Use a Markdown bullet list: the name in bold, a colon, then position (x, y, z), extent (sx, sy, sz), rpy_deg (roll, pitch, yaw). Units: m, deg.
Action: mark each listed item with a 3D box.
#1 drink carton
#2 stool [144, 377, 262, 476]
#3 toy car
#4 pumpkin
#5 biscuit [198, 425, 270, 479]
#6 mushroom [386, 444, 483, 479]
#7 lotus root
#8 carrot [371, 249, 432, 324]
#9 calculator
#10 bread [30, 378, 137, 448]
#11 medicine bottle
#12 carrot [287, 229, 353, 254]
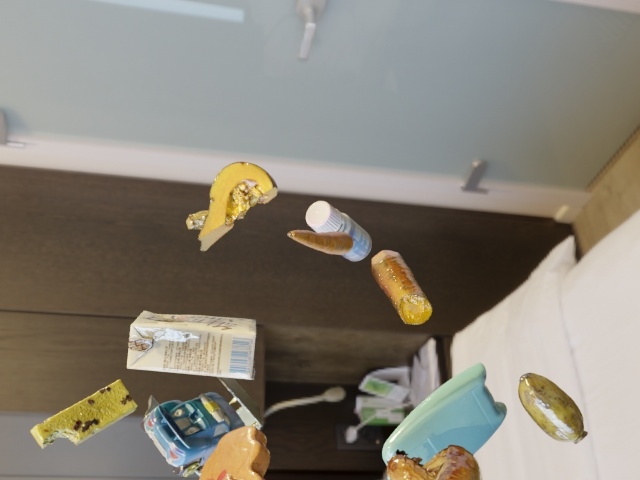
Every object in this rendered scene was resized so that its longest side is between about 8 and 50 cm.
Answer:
- **drink carton**: position (-0.327, 0.271, 1.889), extent (0.194, 0.325, 0.131), rpy_deg (-149, 64, -83)
- **stool**: position (-0.353, 0.527, 2.191), extent (0.269, 0.244, 0.170), rpy_deg (51, 177, -10)
- **toy car**: position (-0.316, 0.488, 1.900), extent (0.198, 0.314, 0.166), rpy_deg (46, 115, 25)
- **pumpkin**: position (-0.232, -0.097, 1.755), extent (0.126, 0.248, 0.131), rpy_deg (51, 175, 3)
- **biscuit**: position (-0.154, 0.415, 1.009), extent (0.202, 0.047, 0.333), rpy_deg (-28, 32, 37)
- **mushroom**: position (0.261, 0.590, 1.656), extent (0.263, 0.195, 0.283), rpy_deg (-46, 23, 0)
- **lotus root**: position (0.443, 0.325, 1.378), extent (0.080, 0.179, 0.089), rpy_deg (-44, 5, 21)
- **carrot**: position (0.243, 0.136, 2.220), extent (0.302, 0.114, 0.114), rpy_deg (-118, 33, -55)
- **calculator**: position (0.332, 0.517, 1.914), extent (0.256, 0.386, 0.054), rpy_deg (58, 171, -30)
- **bread**: position (-0.546, 0.414, 1.663), extent (0.088, 0.226, 0.049), rpy_deg (56, 146, 8)
- **medicine bottle**: position (0.042, -0.023, 1.659), extent (0.203, 0.084, 0.083), rpy_deg (39, -138, -51)
- **carrot**: position (0.000, 0.000, 1.347), extent (0.216, 0.048, 0.048), rpy_deg (8, -94, -58)
